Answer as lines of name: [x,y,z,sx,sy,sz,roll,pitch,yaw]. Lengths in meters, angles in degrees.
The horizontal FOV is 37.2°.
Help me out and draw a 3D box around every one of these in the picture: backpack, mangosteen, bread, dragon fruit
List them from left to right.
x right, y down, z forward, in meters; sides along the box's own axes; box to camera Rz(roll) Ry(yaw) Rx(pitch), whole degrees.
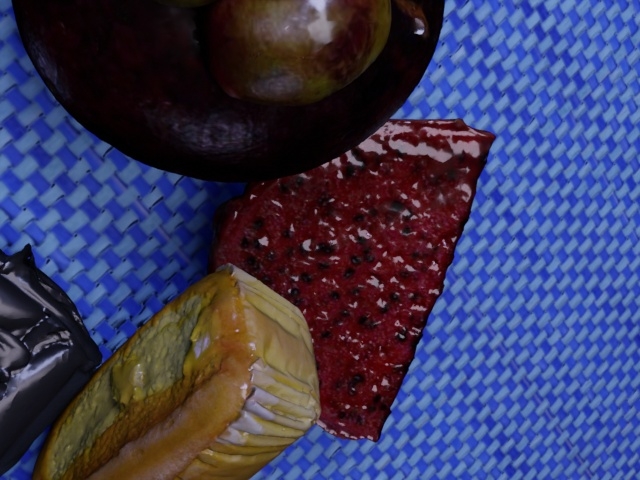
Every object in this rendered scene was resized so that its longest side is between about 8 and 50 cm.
backpack: [-0.298,0.073,0.722,0.206,0.133,0.258,-48,114,-13]
bread: [-0.119,0.150,0.762,0.119,0.152,0.288,25,128,-34]
mangosteen: [-0.057,-0.194,0.644,0.306,0.347,0.307,1,84,-8]
dragon fruit: [0.000,0.000,0.862,0.205,0.152,0.317,15,111,-14]
